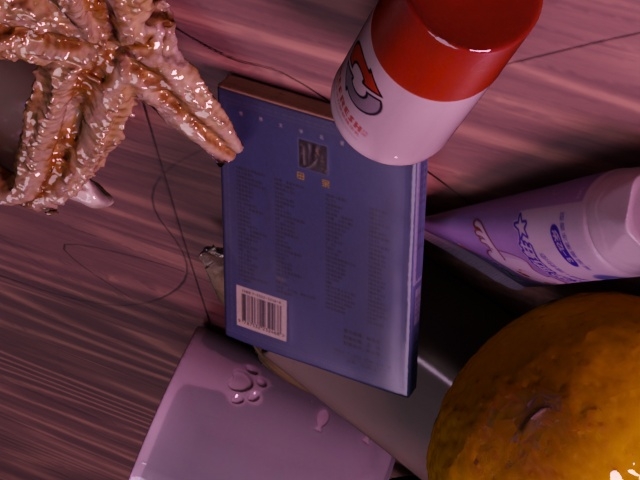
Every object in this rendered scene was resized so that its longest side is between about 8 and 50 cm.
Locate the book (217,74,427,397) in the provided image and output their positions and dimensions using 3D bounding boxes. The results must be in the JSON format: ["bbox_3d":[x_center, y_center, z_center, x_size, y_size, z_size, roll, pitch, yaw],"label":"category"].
[{"bbox_3d":[0.000,0.000,1.601,0.191,0.025,0.269,18,129,23],"label":"book"}]

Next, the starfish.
[{"bbox_3d":[-0.238,-0.165,1.450,0.324,0.082,0.432,-9,149,17],"label":"starfish"}]

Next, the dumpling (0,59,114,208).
[{"bbox_3d":[-0.291,-0.124,1.715,0.252,0.131,0.179,46,177,-17],"label":"dumpling"}]

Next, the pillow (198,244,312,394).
[{"bbox_3d":[-0.016,0.100,1.971,0.185,0.075,0.302,21,161,21],"label":"pillow"}]

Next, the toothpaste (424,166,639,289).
[{"bbox_3d":[0.188,-0.004,1.491,0.125,0.080,0.371,29,168,-15],"label":"toothpaste"}]

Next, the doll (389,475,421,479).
[{"bbox_3d":[0.158,0.400,2.342,0.322,0.186,0.198,13,-166,-11],"label":"doll"}]

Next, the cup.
[{"bbox_3d":[-0.063,0.262,2.234,0.274,0.259,0.357,23,-168,1],"label":"cup"}]

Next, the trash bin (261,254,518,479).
[{"bbox_3d":[0.086,0.112,1.756,0.240,0.122,0.164,35,136,-15],"label":"trash bin"}]

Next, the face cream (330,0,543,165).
[{"bbox_3d":[0.074,-0.130,1.265,0.096,0.096,0.214,28,160,-2],"label":"face cream"}]

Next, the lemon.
[{"bbox_3d":[0.228,0.168,1.567,0.253,0.310,0.253,41,-168,-11],"label":"lemon"}]
